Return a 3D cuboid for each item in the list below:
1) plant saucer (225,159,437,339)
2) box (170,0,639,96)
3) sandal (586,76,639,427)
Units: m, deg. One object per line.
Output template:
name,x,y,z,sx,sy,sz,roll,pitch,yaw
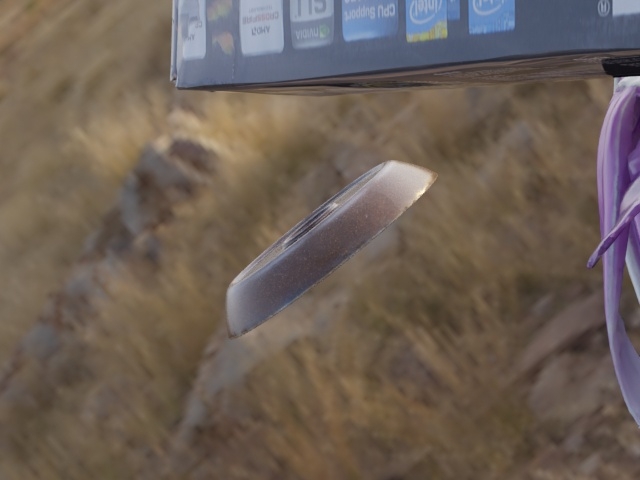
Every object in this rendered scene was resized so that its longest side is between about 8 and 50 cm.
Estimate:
plant saucer,0.000,0.000,1.146,0.168,0.029,0.168,-39,5,4
box,0.082,-0.212,0.605,0.097,0.318,0.395,-2,3,-33
sandal,0.151,0.015,0.637,0.169,0.102,0.416,-43,38,42
